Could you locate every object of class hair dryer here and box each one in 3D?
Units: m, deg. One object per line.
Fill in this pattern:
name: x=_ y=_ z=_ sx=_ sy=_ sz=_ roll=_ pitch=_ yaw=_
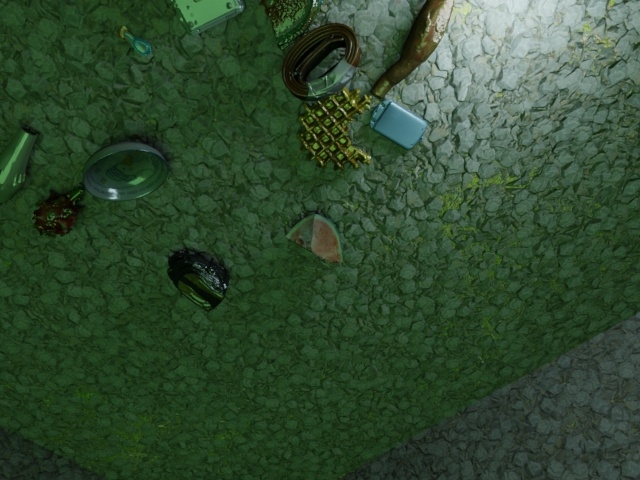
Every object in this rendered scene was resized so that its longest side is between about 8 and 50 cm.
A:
hair dryer: x=-1.097 y=-0.307 z=1.618 sx=0.296 sy=0.119 sz=0.298 roll=-33 pitch=105 yaw=9

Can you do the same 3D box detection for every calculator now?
calculator: x=0.271 y=-0.397 z=1.654 sx=0.210 sy=0.039 sz=0.121 roll=25 pitch=118 yaw=-18

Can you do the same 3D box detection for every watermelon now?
watermelon: x=-0.001 y=-0.017 z=1.847 sx=0.231 sy=0.128 sz=0.146 roll=29 pitch=88 yaw=-33

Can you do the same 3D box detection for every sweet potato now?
sweet potato: x=0.299 y=-0.602 z=1.500 sx=0.109 sy=0.109 sz=0.385 roll=24 pitch=122 yaw=-16

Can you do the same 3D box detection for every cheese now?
cheese: x=-0.576 y=-0.619 z=1.489 sx=0.111 sy=0.017 sz=0.047 roll=36 pitch=110 yaw=-22

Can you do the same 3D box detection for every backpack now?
backpack: x=-0.492 y=0.146 z=1.900 sx=0.258 sy=0.133 sz=0.206 roll=38 pitch=121 yaw=-16

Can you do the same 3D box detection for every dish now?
dish: x=-0.673 y=-0.265 z=1.630 sx=0.273 sy=0.133 sz=0.273 roll=-22 pitch=158 yaw=-9

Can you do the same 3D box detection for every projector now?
projector: x=-0.358 y=-0.749 z=1.374 sx=0.192 sy=0.099 sz=0.256 roll=-21 pitch=120 yaw=11

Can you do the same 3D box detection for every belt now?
belt: x=0.006 y=-0.547 z=1.485 sx=0.261 sy=0.105 sz=0.184 roll=-41 pitch=91 yaw=9

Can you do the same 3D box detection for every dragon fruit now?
dragon fruit: x=-0.936 y=-0.117 z=1.720 sx=0.137 sy=0.135 sz=0.235 roll=27 pitch=95 yaw=-19

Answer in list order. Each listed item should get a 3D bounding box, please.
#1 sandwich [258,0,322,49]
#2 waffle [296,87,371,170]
sandwich: x=-0.074 y=-0.699 z=1.430 sx=0.235 sy=0.079 sz=0.159 roll=-34 pitch=117 yaw=17
waffle: x=0.048 y=-0.379 z=1.640 sx=0.260 sy=0.069 sz=0.292 roll=1 pitch=121 yaw=1
